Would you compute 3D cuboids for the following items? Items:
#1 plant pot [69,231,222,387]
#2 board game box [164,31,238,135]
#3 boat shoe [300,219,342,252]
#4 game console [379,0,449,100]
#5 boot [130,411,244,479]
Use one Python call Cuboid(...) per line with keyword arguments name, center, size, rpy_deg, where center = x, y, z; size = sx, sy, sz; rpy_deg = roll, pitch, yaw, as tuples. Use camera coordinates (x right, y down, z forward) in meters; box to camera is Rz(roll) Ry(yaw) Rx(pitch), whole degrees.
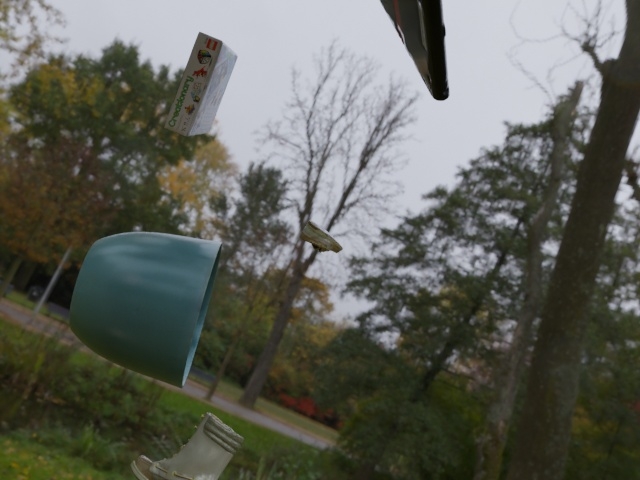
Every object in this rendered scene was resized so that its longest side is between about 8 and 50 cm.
Cuboid(name="plant pot", center=(-0.341, 0.114, 1.417), size=(0.235, 0.293, 0.293), rpy_deg=(15, -11, -4))
Cuboid(name="board game box", center=(-0.240, -0.316, 1.517), size=(0.053, 0.193, 0.305), rpy_deg=(22, 8, -4))
Cuboid(name="boat shoe", center=(0.000, 0.000, 1.545), size=(0.050, 0.045, 0.135), rpy_deg=(46, 6, 38))
Cuboid(name="game console", center=(0.139, -0.465, 1.228), size=(0.386, 0.060, 0.342), rpy_deg=(62, 5, -63))
Cuboid(name="boot", center=(-0.237, 0.382, 1.305), size=(0.213, 0.165, 0.077), rpy_deg=(11, -25, 47))
